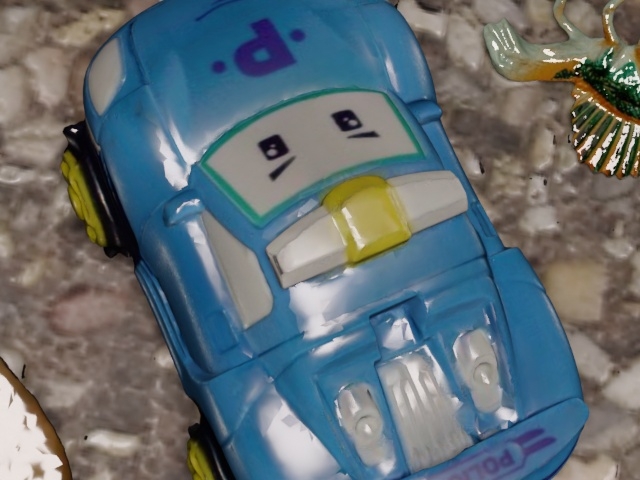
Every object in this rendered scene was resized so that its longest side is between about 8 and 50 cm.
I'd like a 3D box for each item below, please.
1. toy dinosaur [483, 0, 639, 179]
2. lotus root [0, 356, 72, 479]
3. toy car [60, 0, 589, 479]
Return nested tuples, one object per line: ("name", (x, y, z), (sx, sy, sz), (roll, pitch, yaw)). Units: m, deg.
("toy dinosaur", (0.184, -0.079, 0.781), (0.187, 0.044, 0.106), (44, 89, -11))
("lotus root", (-0.302, 0.106, 0.642), (0.375, 0.111, 0.390), (8, 76, -11))
("toy car", (0.000, 0.000, 0.675), (0.198, 0.166, 0.314), (-21, 82, -15))
